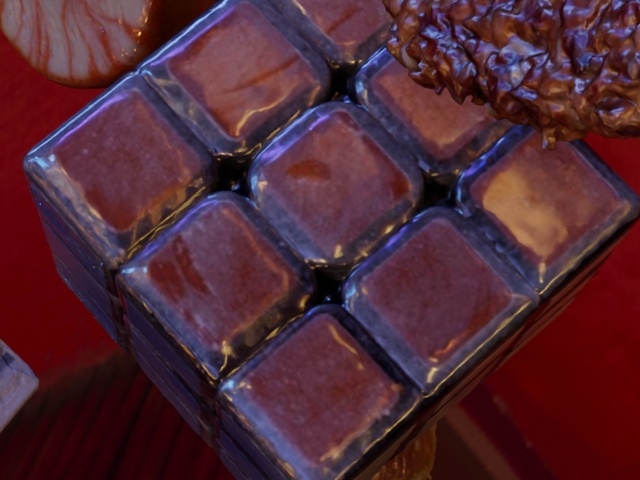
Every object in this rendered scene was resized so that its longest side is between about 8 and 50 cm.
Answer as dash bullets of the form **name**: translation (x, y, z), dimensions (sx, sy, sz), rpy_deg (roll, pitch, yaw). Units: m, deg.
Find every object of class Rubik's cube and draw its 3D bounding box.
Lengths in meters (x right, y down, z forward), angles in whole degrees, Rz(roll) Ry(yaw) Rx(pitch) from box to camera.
- **Rubik's cube**: translation (0.000, 0.000, 1.220), dimensions (0.303, 0.301, 0.305), rpy_deg (-38, 81, -12)

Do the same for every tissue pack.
- **tissue pack**: translation (-0.259, 0.135, 1.131), dimensions (0.060, 0.108, 0.148), rpy_deg (43, 142, -6)

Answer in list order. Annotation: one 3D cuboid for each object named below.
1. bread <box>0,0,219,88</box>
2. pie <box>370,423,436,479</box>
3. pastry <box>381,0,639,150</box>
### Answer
- **bread**: translation (-0.182, -0.285, 1.361), dimensions (0.295, 0.114, 0.328), rpy_deg (-2, 103, 48)
- **pie**: translation (0.050, 0.224, 1.919), dimensions (0.193, 0.163, 0.079), rpy_deg (-4, 167, -27)
- **pastry**: translation (0.119, -0.106, 0.826), dimensions (0.097, 0.208, 0.115), rpy_deg (2, 103, -36)
